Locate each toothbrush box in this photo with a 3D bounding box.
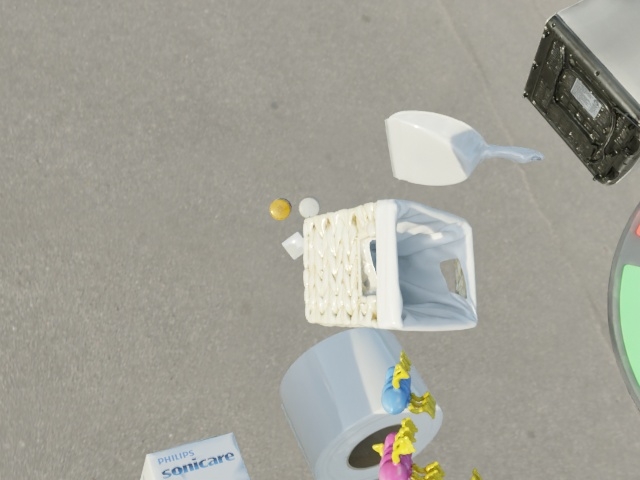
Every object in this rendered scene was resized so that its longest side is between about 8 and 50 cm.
[{"bbox_3d":[-0.143,0.438,0.916,0.126,0.216,0.295,-8,50,-29],"label":"toothbrush box"}]

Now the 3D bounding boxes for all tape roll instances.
[{"bbox_3d":[0.069,0.294,1.250,0.246,0.246,0.169,-7,44,-27],"label":"tape roll"}]

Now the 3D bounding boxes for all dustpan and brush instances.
[{"bbox_3d":[0.206,-0.125,1.012,0.211,0.147,0.060,18,63,22],"label":"dustpan and brush"}]

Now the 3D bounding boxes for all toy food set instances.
[{"bbox_3d":[0.000,0.000,1.388,0.111,0.104,0.232,-38,94,8],"label":"toy food set"}]

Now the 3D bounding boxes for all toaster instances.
[{"bbox_3d":[0.323,-0.161,0.776,0.110,0.168,0.186,-33,71,-3],"label":"toaster"}]

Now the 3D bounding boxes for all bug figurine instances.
[{"bbox_3d":[0.137,0.288,0.889,0.279,0.072,0.216,59,19,-7],"label":"bug figurine"}]

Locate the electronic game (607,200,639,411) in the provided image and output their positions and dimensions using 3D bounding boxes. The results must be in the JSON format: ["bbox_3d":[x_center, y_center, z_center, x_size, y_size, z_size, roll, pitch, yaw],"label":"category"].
[{"bbox_3d":[0.272,0.037,0.371,0.048,0.229,0.229,13,50,-60],"label":"electronic game"}]

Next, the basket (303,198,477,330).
[{"bbox_3d":[0.068,0.030,0.677,0.167,0.103,0.113,10,76,-53],"label":"basket"}]
